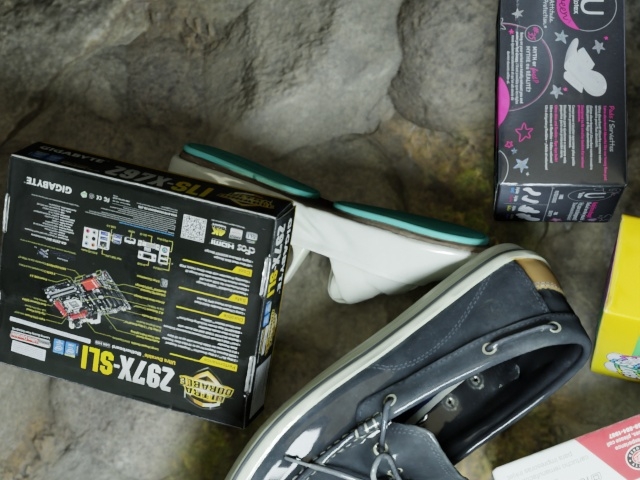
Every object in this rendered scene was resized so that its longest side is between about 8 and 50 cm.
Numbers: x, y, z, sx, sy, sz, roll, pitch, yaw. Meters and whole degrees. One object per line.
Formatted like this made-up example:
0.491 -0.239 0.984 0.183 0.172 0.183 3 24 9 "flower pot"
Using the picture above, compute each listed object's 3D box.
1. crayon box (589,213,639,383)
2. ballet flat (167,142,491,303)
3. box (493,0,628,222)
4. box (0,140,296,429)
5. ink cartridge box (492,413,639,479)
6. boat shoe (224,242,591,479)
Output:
0.434 0.090 1.399 0.313 0.363 0.106 13 78 11 "crayon box"
0.000 0.000 1.625 0.400 0.139 0.139 18 79 17 "ballet flat"
0.268 -0.157 1.591 0.142 0.163 0.247 2 77 5 "box"
-0.205 0.048 1.599 0.321 0.079 0.257 13 110 12 "box"
0.319 0.339 1.484 0.197 0.114 0.273 -21 75 2 "ink cartridge box"
0.079 0.212 1.502 0.500 0.187 0.156 -40 54 -2 "boat shoe"
